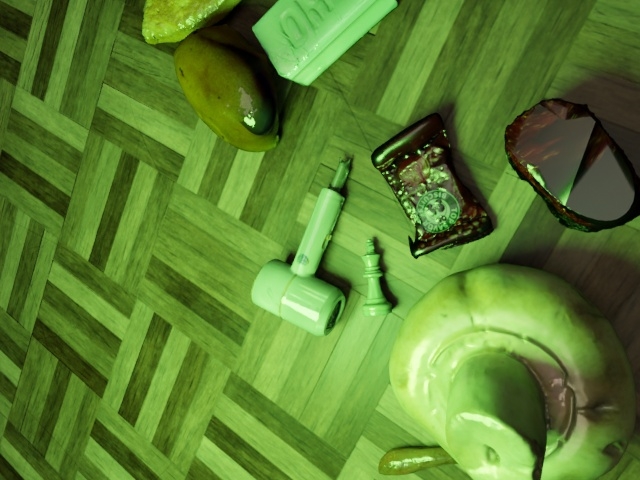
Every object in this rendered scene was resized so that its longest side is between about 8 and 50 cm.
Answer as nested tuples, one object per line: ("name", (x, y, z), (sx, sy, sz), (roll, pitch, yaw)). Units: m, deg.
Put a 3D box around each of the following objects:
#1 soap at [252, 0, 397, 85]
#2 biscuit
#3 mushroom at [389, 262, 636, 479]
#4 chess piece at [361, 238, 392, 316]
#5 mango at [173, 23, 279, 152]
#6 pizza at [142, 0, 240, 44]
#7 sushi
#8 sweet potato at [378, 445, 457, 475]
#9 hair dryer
("soap", (0.006, -0.431, 0.875), (0.261, 0.094, 0.150), (-36, 80, 23))
("biscuit", (0.195, -0.091, 0.831), (0.151, 0.063, 0.236), (-26, 86, 25))
("mushroom", (0.267, 0.225, 0.712), (0.325, 0.352, 0.354), (-12, 89, 56))
("chess piece", (0.103, 0.071, 0.894), (0.059, 0.059, 0.149), (-8, 87, 25))
("mango", (-0.185, -0.316, 0.939), (0.287, 0.152, 0.201), (48, 117, 14))
("pizza", (-0.287, -0.603, 1.013), (0.279, 0.075, 0.288), (-7, 89, 21))
("sushi", (0.392, -0.113, 0.710), (0.136, 0.126, 0.225), (-43, 71, 23))
("sweet potato", (0.208, 0.419, 0.879), (0.214, 0.050, 0.050), (-18, 86, 22))
("hair dryer", (0.000, 0.000, 0.921), (0.172, 0.107, 0.358), (23, 97, 19))
